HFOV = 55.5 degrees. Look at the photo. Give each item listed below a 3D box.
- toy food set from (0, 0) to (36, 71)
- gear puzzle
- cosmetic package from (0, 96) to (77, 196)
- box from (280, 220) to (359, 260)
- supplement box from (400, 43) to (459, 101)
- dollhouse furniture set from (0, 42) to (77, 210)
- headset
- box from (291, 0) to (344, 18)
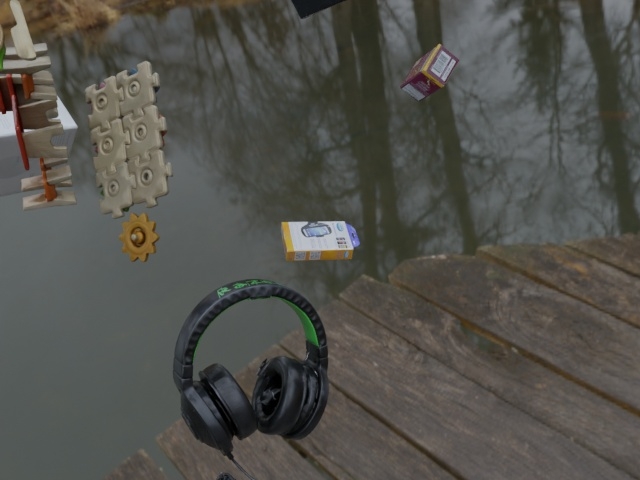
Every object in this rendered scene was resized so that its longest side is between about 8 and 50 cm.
[{"bbox_3d":[-0.512,-0.282,0.854,0.192,0.038,0.133,-11,67,-27],"label":"toy food set"},{"bbox_3d":[-0.320,-0.130,1.062,0.175,0.339,0.044,-14,-8,27],"label":"gear puzzle"},{"bbox_3d":[-0.750,-0.234,1.488,0.224,0.224,0.138,-19,66,-45],"label":"cosmetic package"},{"bbox_3d":[0.000,0.000,1.100,0.136,0.028,0.081,0,41,-13],"label":"box"},{"bbox_3d":[0.169,-0.260,0.948,0.055,0.043,0.083,-59,14,-13],"label":"supplement box"},{"bbox_3d":[-0.540,-0.218,1.091,0.135,0.262,0.259,-11,37,-22],"label":"dollhouse furniture set"},{"bbox_3d":[-0.120,0.256,0.981,0.243,0.395,0.185,-2,7,-29],"label":"headset"},{"bbox_3d":[0.072,-0.447,0.877,0.184,0.103,0.261,-9,37,40],"label":"box"}]
